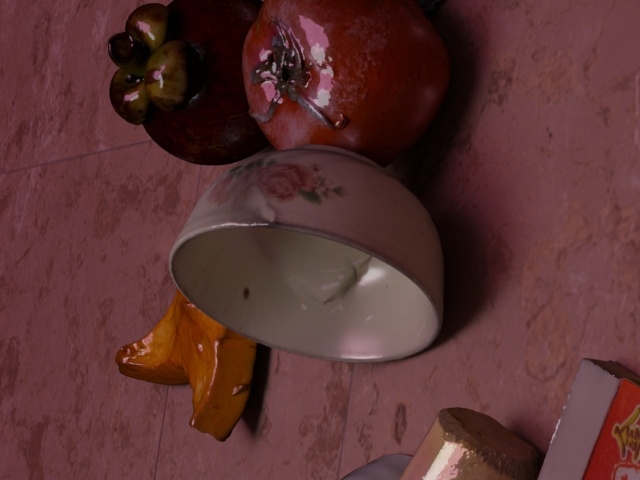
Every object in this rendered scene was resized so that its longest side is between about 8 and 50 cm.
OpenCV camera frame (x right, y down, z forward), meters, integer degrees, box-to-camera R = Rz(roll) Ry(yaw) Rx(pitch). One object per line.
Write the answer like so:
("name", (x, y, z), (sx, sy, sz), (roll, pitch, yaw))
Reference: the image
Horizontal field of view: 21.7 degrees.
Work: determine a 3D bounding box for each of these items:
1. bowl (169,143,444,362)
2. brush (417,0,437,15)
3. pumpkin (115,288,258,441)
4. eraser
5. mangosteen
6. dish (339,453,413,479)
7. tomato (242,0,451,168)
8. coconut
("bowl", (0.000, 0.000, 1.651), (0.277, 0.277, 0.145), (-29, 38, 52))
("brush", (0.149, -0.281, 1.725), (0.336, 0.020, 0.085), (1, 79, 59))
("pumpkin", (-0.143, 0.086, 2.004), (0.290, 0.095, 0.258), (30, 109, 62))
("eraser", (0.263, 0.205, 1.341), (0.230, 0.038, 0.157), (34, 109, 57))
("mangosteen", (-0.146, -0.196, 1.951), (0.215, 0.257, 0.215), (-4, 84, 38))
("dish", (0.024, 0.329, 1.624), (0.260, 0.085, 0.260), (-40, 42, 48))
("tomato", (0.029, -0.173, 1.723), (0.232, 0.188, 0.232), (19, 113, 55))
("coconut", (0.128, 0.222, 1.484), (0.122, 0.116, 0.116), (-63, 33, 14))
